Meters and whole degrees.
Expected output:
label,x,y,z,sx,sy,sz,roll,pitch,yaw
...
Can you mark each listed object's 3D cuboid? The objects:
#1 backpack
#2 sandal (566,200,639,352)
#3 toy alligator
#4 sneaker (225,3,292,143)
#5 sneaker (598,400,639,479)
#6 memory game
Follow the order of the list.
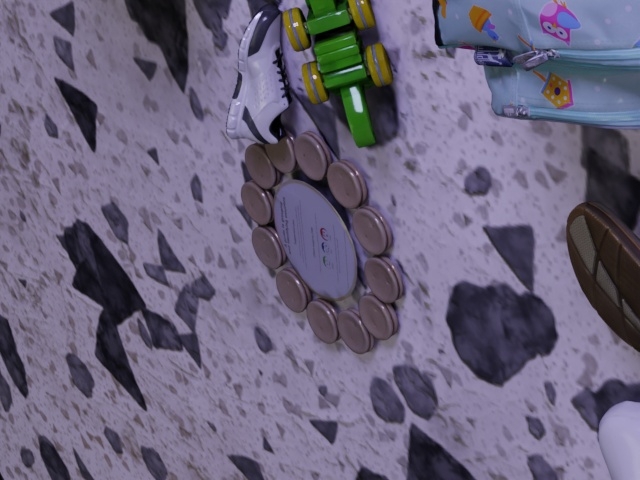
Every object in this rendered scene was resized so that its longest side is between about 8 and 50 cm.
label,x,y,z,sx,sy,sz,roll,pitch,yaw
backpack,0.154,-0.135,0.885,0.188,0.166,0.144,5,118,59
sandal,0.213,0.042,1.058,0.180,0.049,0.072,42,152,7
toy alligator,0.004,-0.155,1.215,0.051,0.056,0.190,-75,-33,-73
sneaker,-0.037,-0.118,1.319,0.043,0.040,0.109,19,123,15
sneaker,0.220,0.200,1.116,0.212,0.094,0.080,59,151,7
memory game,0.000,0.000,1.376,0.186,0.012,0.186,36,141,37
